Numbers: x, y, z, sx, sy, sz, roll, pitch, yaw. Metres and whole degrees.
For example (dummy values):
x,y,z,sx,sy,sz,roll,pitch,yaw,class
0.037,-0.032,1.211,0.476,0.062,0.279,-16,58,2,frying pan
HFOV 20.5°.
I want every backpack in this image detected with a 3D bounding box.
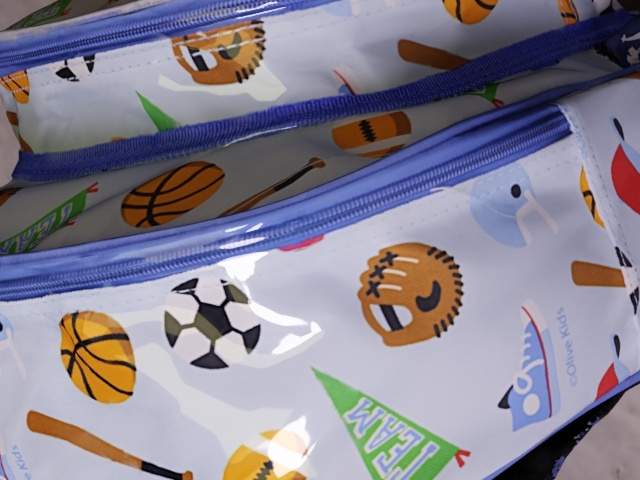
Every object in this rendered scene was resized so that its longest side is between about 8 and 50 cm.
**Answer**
x,y,z,sx,sy,sz,roll,pitch,yaw,class
0.000,0.000,0.584,0.276,0.263,0.213,-14,105,42,backpack
